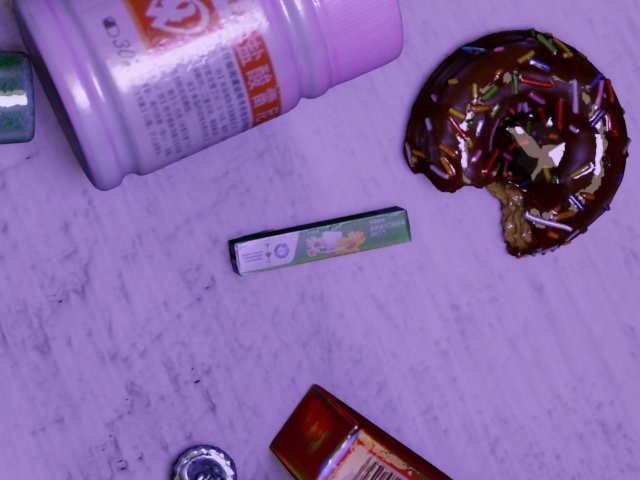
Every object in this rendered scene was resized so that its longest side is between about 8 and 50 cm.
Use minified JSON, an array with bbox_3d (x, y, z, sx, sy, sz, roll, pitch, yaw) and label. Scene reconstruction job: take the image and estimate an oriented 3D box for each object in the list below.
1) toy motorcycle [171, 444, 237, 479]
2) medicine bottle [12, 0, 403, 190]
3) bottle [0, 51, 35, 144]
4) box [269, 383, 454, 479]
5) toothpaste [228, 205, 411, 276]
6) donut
[{"bbox_3d":[-0.073,0.300,1.819,0.213,0.082,0.122,38,76,-5],"label":"toy motorcycle"},{"bbox_3d":[-0.102,-0.195,1.699,0.316,0.202,0.202,-25,100,-8],"label":"medicine bottle"},{"bbox_3d":[-0.430,-0.123,1.688,0.330,0.093,0.093,-3,96,-13],"label":"bottle"},{"bbox_3d":[0.112,0.274,1.796,0.313,0.197,0.089,37,87,-14],"label":"box"},{"bbox_3d":[0.000,0.000,1.823,0.179,0.043,0.037,-12,101,-11],"label":"toothpaste"},{"bbox_3d":[0.209,-0.098,1.832,0.216,0.096,0.230,-42,102,-6],"label":"donut"}]
